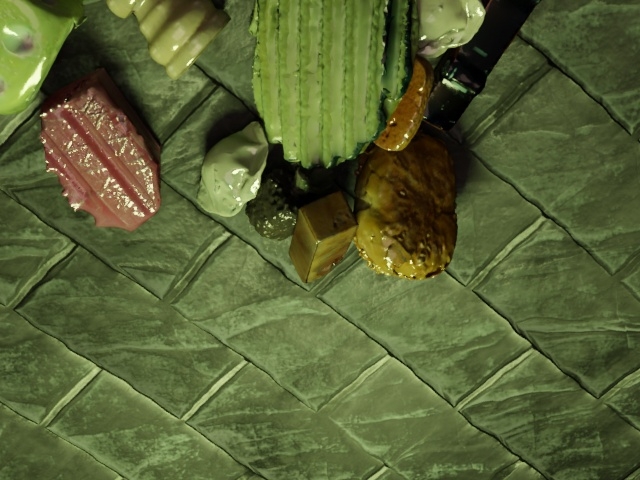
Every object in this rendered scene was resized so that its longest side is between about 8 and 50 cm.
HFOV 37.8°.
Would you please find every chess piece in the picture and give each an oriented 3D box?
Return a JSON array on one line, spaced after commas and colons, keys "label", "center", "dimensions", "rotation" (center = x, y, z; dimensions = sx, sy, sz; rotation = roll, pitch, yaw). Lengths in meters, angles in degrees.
[{"label": "chess piece", "center": [-0.334, -0.465, 1.780], "dimensions": [0.299, 0.167, 0.167], "rotation": [42, 111, -13]}]

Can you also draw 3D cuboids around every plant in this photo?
[{"label": "plant", "center": [-0.058, -0.093, 1.971], "dimensions": [0.131, 0.142, 0.203], "rotation": [8, 147, -42]}]

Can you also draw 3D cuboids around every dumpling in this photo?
[{"label": "dumpling", "center": [-0.176, -0.135, 1.953], "dimensions": [0.124, 0.151, 0.229], "rotation": [8, 131, -45]}, {"label": "dumpling", "center": [0.191, -0.430, 1.794], "dimensions": [0.250, 0.132, 0.162], "rotation": [5, 127, 11]}]

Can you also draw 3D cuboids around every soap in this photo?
[{"label": "soap", "center": [-0.445, -0.172, 1.940], "dimensions": [0.220, 0.127, 0.325], "rotation": [-26, 116, 14]}]

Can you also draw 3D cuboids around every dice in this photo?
[{"label": "dice", "center": [-0.602, -0.405, 1.743], "dimensions": [0.254, 0.252, 0.250], "rotation": [34, 114, -19]}]

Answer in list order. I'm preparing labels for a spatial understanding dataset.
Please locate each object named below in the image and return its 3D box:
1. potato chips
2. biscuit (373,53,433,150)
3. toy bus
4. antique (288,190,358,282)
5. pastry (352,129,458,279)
[{"label": "potato chips", "center": [0.013, -0.342, 1.801], "dimensions": [0.358, 0.070, 0.429], "rotation": [12, 111, 27]}, {"label": "biscuit", "center": [0.089, -0.258, 1.845], "dimensions": [0.277, 0.052, 0.262], "rotation": [20, 106, 35]}, {"label": "toy bus", "center": [0.325, -0.404, 1.835], "dimensions": [0.093, 0.092, 0.409], "rotation": [26, 115, -16]}, {"label": "antique", "center": [0.000, 0.000, 1.941], "dimensions": [0.093, 0.310, 0.087], "rotation": [-23, 75, -14]}, {"label": "pastry", "center": [0.169, -0.069, 1.931], "dimensions": [0.255, 0.311, 0.162], "rotation": [10, 167, -38]}]
